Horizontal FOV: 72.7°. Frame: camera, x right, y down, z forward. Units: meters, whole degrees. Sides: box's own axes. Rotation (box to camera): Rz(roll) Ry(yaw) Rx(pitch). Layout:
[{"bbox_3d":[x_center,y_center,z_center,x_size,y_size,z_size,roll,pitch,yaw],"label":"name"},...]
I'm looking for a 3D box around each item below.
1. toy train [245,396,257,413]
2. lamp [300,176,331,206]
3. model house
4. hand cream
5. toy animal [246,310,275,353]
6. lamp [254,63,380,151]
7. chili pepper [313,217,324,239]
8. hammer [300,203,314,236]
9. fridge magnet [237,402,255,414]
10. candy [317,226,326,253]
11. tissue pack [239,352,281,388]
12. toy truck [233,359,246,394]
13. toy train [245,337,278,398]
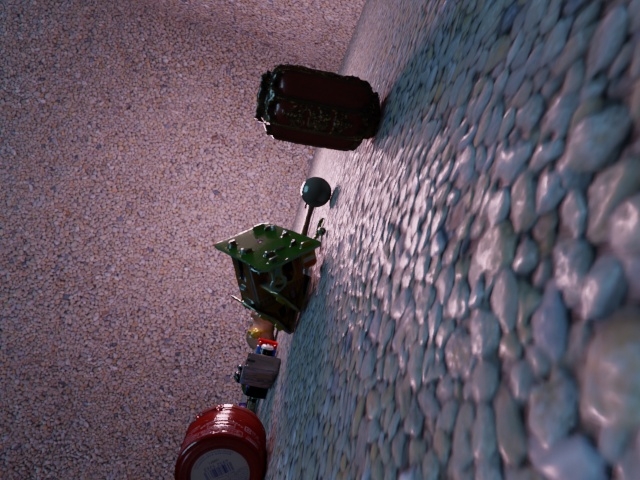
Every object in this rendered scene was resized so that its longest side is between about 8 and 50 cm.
[{"bbox_3d":[-0.313,0.773,1.840,0.085,0.053,0.249,164,123,-73],"label":"toy train"},{"bbox_3d":[-0.014,-0.162,1.448,0.105,0.105,0.105,-163,90,-83],"label":"lamp"},{"bbox_3d":[-0.091,0.119,1.349,0.301,0.340,0.323,20,127,48],"label":"model house"},{"bbox_3d":[-0.251,0.555,1.116,0.149,0.231,0.230,-122,49,-80],"label":"hand cream"},{"bbox_3d":[-0.263,0.397,1.974,0.165,0.149,0.247,-24,40,59],"label":"toy animal"},{"bbox_3d":[-0.007,-0.296,0.981,0.177,0.274,0.176,-173,90,-81],"label":"lamp"},{"bbox_3d":[-0.007,-0.038,1.458,0.030,0.017,0.083,-83,11,-62],"label":"chili pepper"},{"bbox_3d":[-0.078,-0.026,1.895,0.168,0.044,0.439,126,160,-69],"label":"hammer"},{"bbox_3d":[-0.324,0.763,1.672,0.265,0.113,0.265,-163,90,-84],"label":"fridge magnet"},{"bbox_3d":[0.000,0.000,1.291,0.025,0.023,0.083,33,-116,-62],"label":"candy"},{"bbox_3d":[-0.210,0.449,1.497,0.155,0.116,0.065,115,166,-49],"label":"tissue pack"},{"bbox_3d":[-0.307,0.605,1.922,0.125,0.101,0.242,54,147,22],"label":"toy truck"},{"bbox_3d":[-0.225,0.490,1.667,0.131,0.083,0.203,175,110,-83],"label":"toy train"}]
